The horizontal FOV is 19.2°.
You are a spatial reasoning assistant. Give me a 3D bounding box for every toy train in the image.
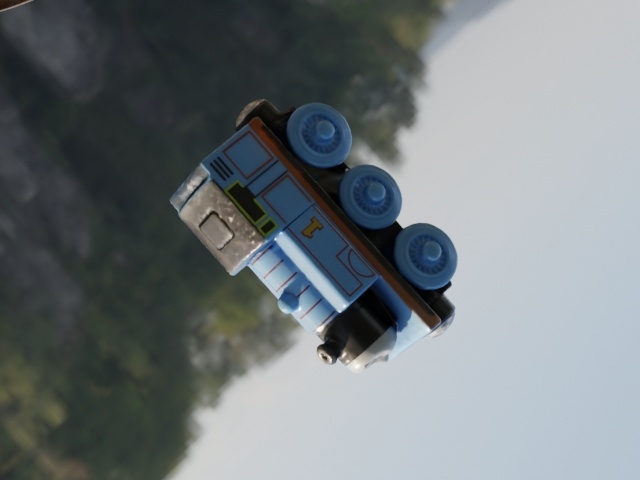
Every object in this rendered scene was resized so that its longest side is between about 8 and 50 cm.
[{"bbox_3d":[0.000,0.000,1.146,0.105,0.184,0.080,-41,180,-29],"label":"toy train"}]

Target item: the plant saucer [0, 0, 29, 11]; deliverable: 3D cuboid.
[{"bbox_3d":[-0.184,-0.176,1.096,0.168,0.029,0.168,-22,171,-3],"label":"plant saucer"}]
